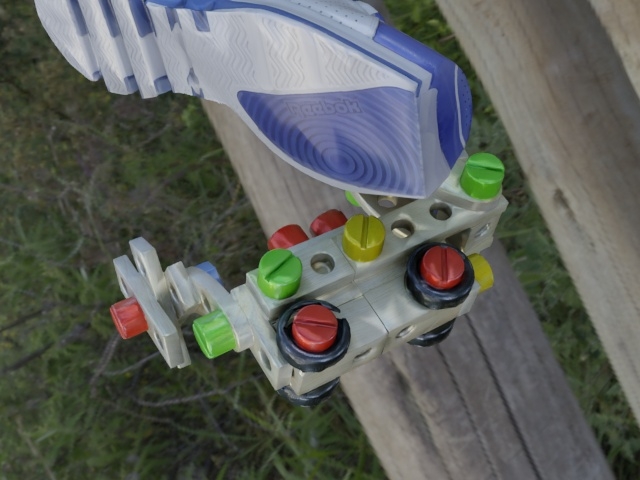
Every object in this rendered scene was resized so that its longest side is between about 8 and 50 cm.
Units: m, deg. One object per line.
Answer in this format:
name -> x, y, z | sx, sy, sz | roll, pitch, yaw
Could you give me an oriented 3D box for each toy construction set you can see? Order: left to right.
toy construction set -> 0.000, 0.000, 0.691 | 0.215, 0.327, 0.151 | 55, 171, 27

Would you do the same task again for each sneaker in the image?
sneaker -> -0.026, -0.167, 0.635 | 0.315, 0.182, 0.127 | 25, 147, 24
